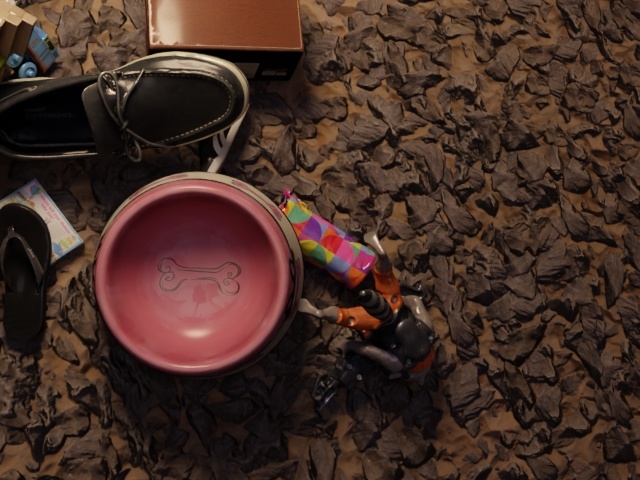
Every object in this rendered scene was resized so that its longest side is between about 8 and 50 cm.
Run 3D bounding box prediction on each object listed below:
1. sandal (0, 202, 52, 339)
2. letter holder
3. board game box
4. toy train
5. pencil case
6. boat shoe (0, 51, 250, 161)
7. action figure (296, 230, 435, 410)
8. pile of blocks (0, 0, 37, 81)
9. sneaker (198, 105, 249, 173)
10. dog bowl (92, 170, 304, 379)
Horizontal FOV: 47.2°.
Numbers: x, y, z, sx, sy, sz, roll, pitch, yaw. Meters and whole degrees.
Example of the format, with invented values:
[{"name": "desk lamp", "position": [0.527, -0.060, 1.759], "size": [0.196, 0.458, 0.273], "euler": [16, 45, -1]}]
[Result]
[{"name": "sandal", "position": [-0.546, 0.056, 1.346], "size": [0.097, 0.054, 0.254], "euler": [-5, 91, -1]}, {"name": "letter holder", "position": [-0.203, -0.455, 1.493], "size": [0.302, 0.152, 0.214], "euler": [-3, 80, -15]}, {"name": "board game box", "position": [-0.542, -0.027, 1.401], "size": [0.103, 0.026, 0.154], "euler": [-37, 91, -16]}, {"name": "toy train", "position": [-0.573, -0.377, 1.374], "size": [0.080, 0.184, 0.105], "euler": [27, 73, 17]}, {"name": "pencil case", "position": [0.000, 0.000, 1.498], "size": [0.236, 0.104, 0.104], "euler": [36, 74, -7]}, {"name": "boat shoe", "position": [-0.378, -0.233, 1.349], "size": [0.501, 0.156, 0.186], "euler": [-6, 120, -3]}, {"name": "action figure", "position": [0.103, 0.195, 1.433], "size": [0.341, 0.178, 0.330], "euler": [-52, 124, -12]}, {"name": "pile of blocks", "position": [-0.647, -0.298, 1.281], "size": [0.149, 0.362, 0.112], "euler": [47, 39, -35]}, {"name": "sneaker", "position": [-0.239, -0.211, 1.487], "size": [0.121, 0.079, 0.216], "euler": [24, 68, -6]}, {"name": "dog bowl", "position": [-0.229, 0.069, 1.354], "size": [0.408, 0.150, 0.407], "euler": [0, 90, -5]}]
